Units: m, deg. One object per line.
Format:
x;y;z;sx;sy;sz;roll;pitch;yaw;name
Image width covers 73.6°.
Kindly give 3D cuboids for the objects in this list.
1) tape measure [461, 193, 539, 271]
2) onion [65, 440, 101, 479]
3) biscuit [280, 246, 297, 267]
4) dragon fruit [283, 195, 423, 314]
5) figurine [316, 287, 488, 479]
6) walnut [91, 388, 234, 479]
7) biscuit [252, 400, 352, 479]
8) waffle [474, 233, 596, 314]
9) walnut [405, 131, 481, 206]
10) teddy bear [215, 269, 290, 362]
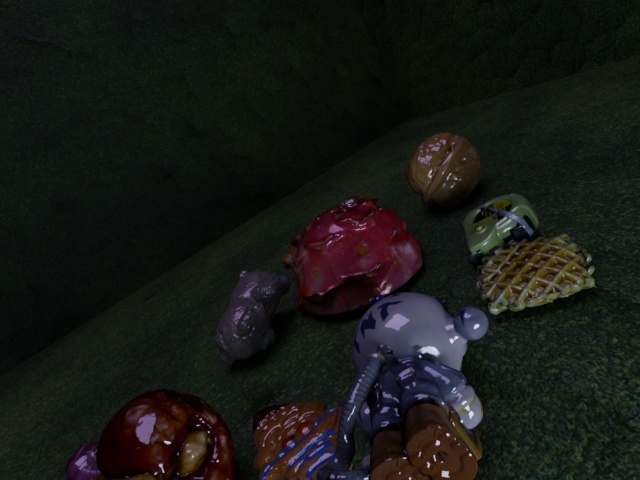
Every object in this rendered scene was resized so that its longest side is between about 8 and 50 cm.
0.416;-0.028;0.998;0.175;0.106;0.200;-33;16;22;tape measure
-0.470;0.480;0.897;0.115;0.105;0.115;14;6;-2;onion
0.000;0.000;1.620;0.333;0.047;0.202;-30;18;-6;biscuit
0.072;0.024;1.158;0.386;0.249;0.371;-26;13;-2;dragon fruit
0.141;0.199;0.627;0.261;0.186;0.382;-33;11;13;figurine
-0.284;0.381;0.711;0.269;0.222;0.244;-33;2;39;walnut
-0.044;0.344;0.748;0.183;0.043;0.280;-34;21;-29;biscuit
0.406;0.061;0.827;0.214;0.054;0.208;-19;26;21;waffle
0.396;-0.223;1.387;0.257;0.224;0.257;-54;-10;-14;walnut
-0.179;0.192;1.134;0.236;0.151;0.267;-59;15;32;teddy bear
